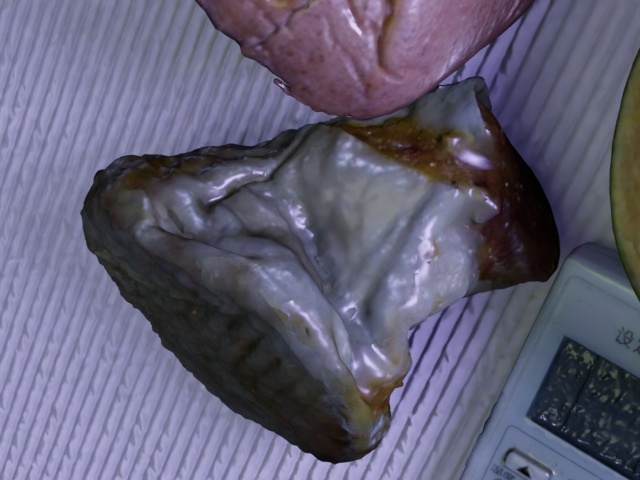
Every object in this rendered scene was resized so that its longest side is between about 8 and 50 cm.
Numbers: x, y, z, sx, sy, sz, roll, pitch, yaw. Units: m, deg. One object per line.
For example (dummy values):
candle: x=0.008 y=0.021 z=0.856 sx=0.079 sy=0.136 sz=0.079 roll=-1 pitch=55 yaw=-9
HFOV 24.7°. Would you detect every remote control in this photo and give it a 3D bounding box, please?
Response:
remote control: x=0.144 y=0.178 z=0.862 sx=0.145 sy=0.050 sz=0.344 roll=30 pitch=115 yaw=20

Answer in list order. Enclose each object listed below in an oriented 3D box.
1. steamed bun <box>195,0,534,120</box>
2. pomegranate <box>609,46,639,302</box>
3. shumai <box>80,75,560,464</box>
steamed bun: x=0.007 y=-0.225 z=0.735 sx=0.199 sy=0.251 sz=0.301 roll=-42 pitch=85 yaw=20
pomegranate: x=0.276 y=-0.070 z=0.645 sx=0.310 sy=0.216 sz=0.359 roll=-59 pitch=42 yaw=35
shumai: x=0.000 y=0.000 z=0.860 sx=0.272 sy=0.204 sz=0.222 roll=21 pitch=152 yaw=44
